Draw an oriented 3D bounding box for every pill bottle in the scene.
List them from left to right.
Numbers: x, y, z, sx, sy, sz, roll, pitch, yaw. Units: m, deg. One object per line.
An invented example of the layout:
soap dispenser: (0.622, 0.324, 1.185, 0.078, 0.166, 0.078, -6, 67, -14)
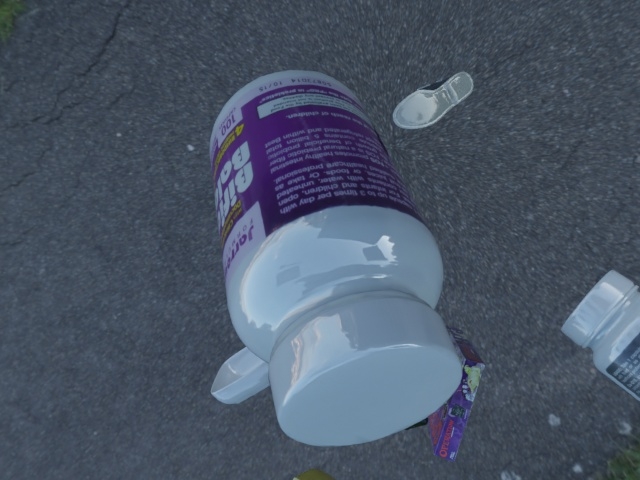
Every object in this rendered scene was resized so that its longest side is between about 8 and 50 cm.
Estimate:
pill bottle: (0.000, 0.000, 0.434, 0.169, 0.302, 0.169, -9, 136, -9)
pill bottle: (0.689, 0.234, 1.029, 0.361, 0.204, 0.204, 42, 104, 28)

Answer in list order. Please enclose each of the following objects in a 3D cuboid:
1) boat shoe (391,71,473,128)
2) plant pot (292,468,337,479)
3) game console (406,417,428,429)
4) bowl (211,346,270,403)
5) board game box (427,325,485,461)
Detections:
boat shoe: (0.226, -0.286, 1.082, 0.206, 0.065, 0.075, -32, 105, -17)
plant pot: (-0.003, 0.420, 0.838, 0.081, 0.083, 0.082, 25, 103, 24)
game console: (0.095, 0.216, 0.761, 0.122, 0.107, 0.071, 30, 60, -2)
bowl: (-0.131, 0.248, 0.983, 0.142, 0.142, 0.053, -31, 101, 8)
board game box: (0.296, 0.329, 1.185, 0.056, 0.347, 0.209, 13, 93, 7)
